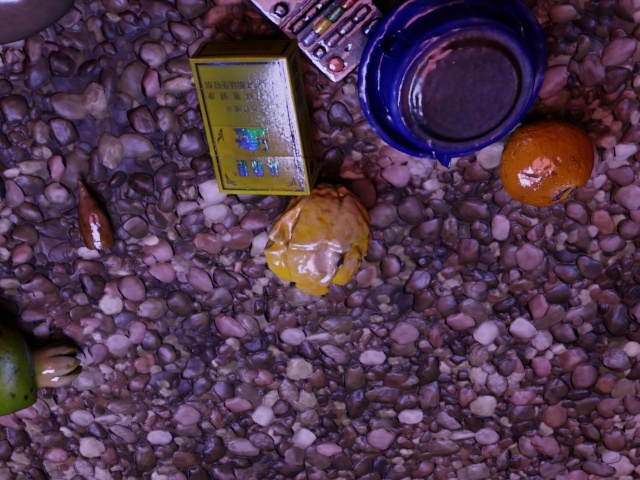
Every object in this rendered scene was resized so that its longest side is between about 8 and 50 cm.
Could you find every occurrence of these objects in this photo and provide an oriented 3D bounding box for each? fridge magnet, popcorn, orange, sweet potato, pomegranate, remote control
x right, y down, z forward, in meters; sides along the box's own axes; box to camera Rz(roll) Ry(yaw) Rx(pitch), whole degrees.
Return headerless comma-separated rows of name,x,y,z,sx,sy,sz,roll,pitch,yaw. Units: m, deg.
fridge magnet,0.181,-0.222,1.398,0.265,0.113,0.265,-7,126,-10
popcorn,0.000,0.000,1.514,0.167,0.152,0.148,-42,109,6
orange,0.315,-0.113,1.455,0.135,0.135,0.117,-29,78,16
sweet potato,-0.345,-0.040,1.558,0.049,0.049,0.117,-12,110,8
pomegranate,-0.509,0.190,1.611,0.240,0.190,0.159,-4,93,5
remote control,-0.075,-0.380,1.361,0.144,0.062,0.399,-39,112,19

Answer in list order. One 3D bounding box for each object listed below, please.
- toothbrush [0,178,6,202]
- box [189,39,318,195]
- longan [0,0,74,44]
toothbrush,-0.515,-0.188,1.497,0.030,0.030,0.297,-6,116,15
box,-0.089,-0.168,1.444,0.141,0.064,0.220,1,124,16
longan,-0.407,-0.372,1.302,0.246,0.215,0.246,-2,86,29
